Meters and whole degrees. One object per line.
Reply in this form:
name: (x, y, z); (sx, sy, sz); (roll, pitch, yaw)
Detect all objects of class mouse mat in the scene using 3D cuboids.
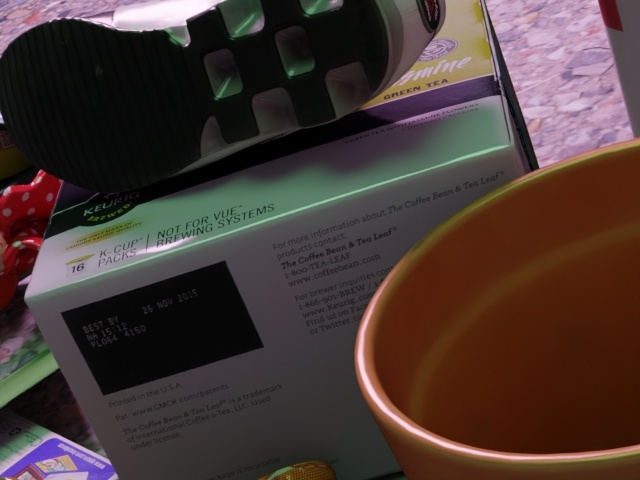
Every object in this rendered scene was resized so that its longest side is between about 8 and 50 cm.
mouse mat: (-0.258, 0.125, 1.280); (0.152, 0.007, 0.189); (-35, 8, -19)

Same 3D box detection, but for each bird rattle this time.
bird rattle: (-0.314, 0.019, 1.445); (0.253, 0.143, 0.207); (-36, 0, -9)

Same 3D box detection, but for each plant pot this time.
plant pot: (0.186, 0.098, 0.849); (0.290, 0.203, 0.291); (-18, 28, 10)

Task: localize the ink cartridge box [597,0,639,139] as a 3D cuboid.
ink cartridge box: (0.304, -0.279, 1.367); (0.160, 0.279, 0.385); (-15, 28, 13)

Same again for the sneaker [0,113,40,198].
sneaker: (-0.429, -0.074, 1.721); (0.330, 0.130, 0.147); (-22, 24, 1)

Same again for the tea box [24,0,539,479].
tea box: (0.000, 0.000, 1.154); (0.329, 0.220, 0.323); (-17, 28, 11)

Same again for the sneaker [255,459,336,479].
sneaker: (-0.047, 0.208, 1.004); (0.067, 0.064, 0.175); (30, 60, 34)

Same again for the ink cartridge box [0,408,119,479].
ink cartridge box: (-0.261, 0.213, 1.152); (0.208, 0.045, 0.206); (-36, 28, -27)

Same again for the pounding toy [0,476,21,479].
pounding toy: (-0.226, 0.202, 0.996); (0.183, 0.237, 0.110); (-59, -6, 15)

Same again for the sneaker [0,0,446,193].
sneaker: (-0.064, -0.113, 1.064); (0.330, 0.122, 0.146); (-6, 13, 31)
